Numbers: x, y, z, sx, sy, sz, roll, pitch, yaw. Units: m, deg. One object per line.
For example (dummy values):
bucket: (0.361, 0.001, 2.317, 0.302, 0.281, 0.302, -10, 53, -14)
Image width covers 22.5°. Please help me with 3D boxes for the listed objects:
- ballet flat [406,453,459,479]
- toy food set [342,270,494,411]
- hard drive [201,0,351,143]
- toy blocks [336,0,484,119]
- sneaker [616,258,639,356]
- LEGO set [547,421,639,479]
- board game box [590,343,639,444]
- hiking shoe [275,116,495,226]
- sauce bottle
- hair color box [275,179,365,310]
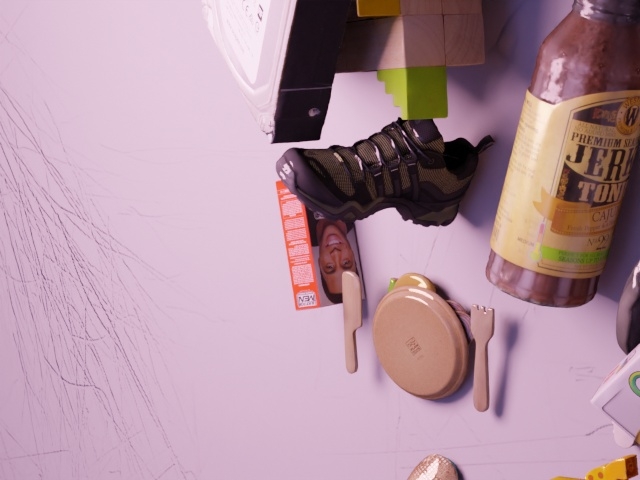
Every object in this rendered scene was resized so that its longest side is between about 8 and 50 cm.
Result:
ballet flat: (0.086, 0.317, 1.687, 0.073, 0.067, 0.206, 37, 121, 38)
toy food set: (0.108, 0.100, 1.661, 0.192, 0.038, 0.132, 15, 114, 38)
hard drive: (-0.036, -0.292, 1.500, 0.237, 0.064, 0.339, -117, 31, -42)
toy blocks: (0.037, -0.310, 1.589, 0.261, 0.190, 0.382, 5, 100, 57)
sneaker: (0.342, 0.039, 1.365, 0.130, 0.087, 0.227, 53, 124, 35)
LEGO set: (0.265, 0.251, 1.479, 0.093, 0.087, 0.227, -1, 94, 46)
board game box: (0.379, 0.102, 1.288, 0.193, 0.053, 0.305, 40, 133, 4)
hiking shoe: (0.060, -0.081, 1.545, 0.086, 0.226, 0.114, 54, 127, 37)
sauce bottle: (0.233, -0.111, 1.438, 0.111, 0.111, 0.344, 29, 117, 40)
hair color box: (0.000, 0.000, 1.726, 0.043, 0.072, 0.141, -9, 91, 46)
